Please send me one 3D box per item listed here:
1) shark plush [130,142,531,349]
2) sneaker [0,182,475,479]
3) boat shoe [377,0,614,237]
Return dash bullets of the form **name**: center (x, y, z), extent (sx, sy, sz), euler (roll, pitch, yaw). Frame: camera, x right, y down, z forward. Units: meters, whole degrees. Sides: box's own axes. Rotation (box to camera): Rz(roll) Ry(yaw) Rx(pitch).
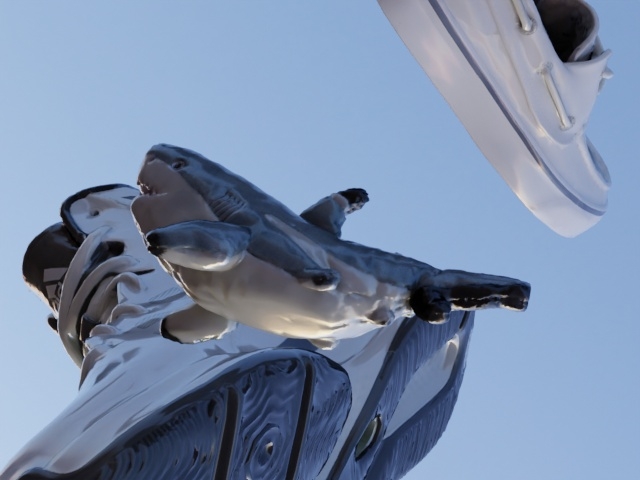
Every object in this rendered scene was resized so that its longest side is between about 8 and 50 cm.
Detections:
- **shark plush**: center (0.000, 0.000, 0.553), extent (0.161, 0.067, 0.073), euler (5, -36, 17)
- **sneaker**: center (-0.105, 0.088, 0.805), extent (0.257, 0.447, 0.169), euler (17, -73, 23)
- **boat shoe**: center (0.111, -0.090, 0.741), extent (0.084, 0.258, 0.095), euler (-29, -129, 16)
